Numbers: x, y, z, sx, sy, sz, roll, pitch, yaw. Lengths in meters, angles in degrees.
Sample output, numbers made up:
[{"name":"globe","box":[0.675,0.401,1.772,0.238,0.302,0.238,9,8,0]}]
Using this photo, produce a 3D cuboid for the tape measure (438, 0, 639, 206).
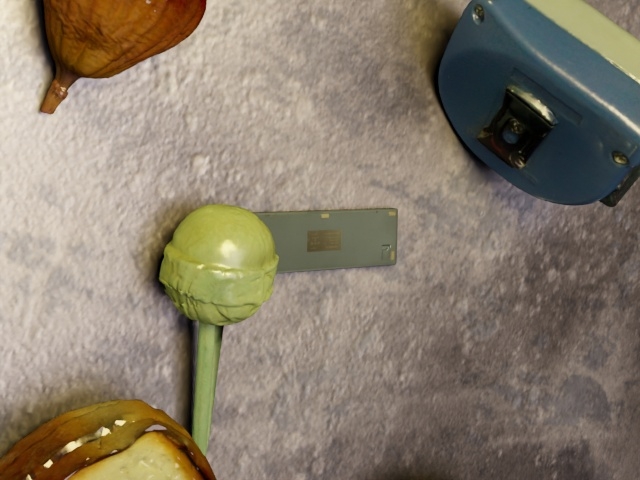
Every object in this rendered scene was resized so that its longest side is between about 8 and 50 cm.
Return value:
[{"name":"tape measure","box":[0.158,-0.174,0.931,0.351,0.215,0.098,42,70,11]}]

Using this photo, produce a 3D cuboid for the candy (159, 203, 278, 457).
[{"name":"candy","box":[-0.095,0.133,0.846,0.092,0.093,0.336,8,107,4]}]

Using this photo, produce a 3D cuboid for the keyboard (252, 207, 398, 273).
[{"name":"keyboard","box":[0.001,0.000,0.916,0.176,0.014,0.055,-3,101,-37]}]

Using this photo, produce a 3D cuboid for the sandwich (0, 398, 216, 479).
[{"name":"sandwich","box":[-0.173,0.287,0.778,0.271,0.099,0.301,-37,119,-20]}]

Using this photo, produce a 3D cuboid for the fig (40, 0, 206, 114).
[{"name":"fig","box":[-0.149,-0.169,0.731,0.119,0.153,0.119,19,48,-23]}]
